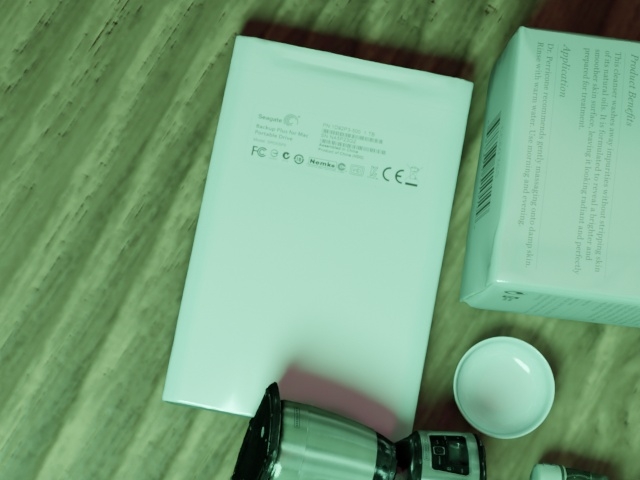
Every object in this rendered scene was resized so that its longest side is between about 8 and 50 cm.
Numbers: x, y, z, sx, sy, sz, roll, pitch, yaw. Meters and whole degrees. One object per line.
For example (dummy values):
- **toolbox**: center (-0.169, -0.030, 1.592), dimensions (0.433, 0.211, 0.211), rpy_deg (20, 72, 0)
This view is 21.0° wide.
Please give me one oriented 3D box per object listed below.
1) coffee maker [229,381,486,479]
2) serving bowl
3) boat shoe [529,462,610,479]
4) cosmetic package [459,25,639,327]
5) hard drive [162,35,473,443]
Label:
- **coffee maker**: center (0.023, 0.203, 1.348), dimensions (0.178, 0.171, 0.120), rpy_deg (15, 59, -11)
- **serving bowl**: center (0.149, 0.121, 1.414), dimensions (0.083, 0.027, 0.083), rpy_deg (0, 81, -3)
- **boat shoe**: center (0.190, 0.288, 1.366), dimensions (0.070, 0.078, 0.219), rpy_deg (10, 79, -1)
- **cosmetic package**: center (0.323, -0.033, 1.388), dimensions (0.385, 0.156, 0.217), rpy_deg (9, 81, -3)
- **hard drive**: center (0.000, 0.000, 1.417), dimensions (0.203, 0.040, 0.307), rpy_deg (11, 81, -2)
